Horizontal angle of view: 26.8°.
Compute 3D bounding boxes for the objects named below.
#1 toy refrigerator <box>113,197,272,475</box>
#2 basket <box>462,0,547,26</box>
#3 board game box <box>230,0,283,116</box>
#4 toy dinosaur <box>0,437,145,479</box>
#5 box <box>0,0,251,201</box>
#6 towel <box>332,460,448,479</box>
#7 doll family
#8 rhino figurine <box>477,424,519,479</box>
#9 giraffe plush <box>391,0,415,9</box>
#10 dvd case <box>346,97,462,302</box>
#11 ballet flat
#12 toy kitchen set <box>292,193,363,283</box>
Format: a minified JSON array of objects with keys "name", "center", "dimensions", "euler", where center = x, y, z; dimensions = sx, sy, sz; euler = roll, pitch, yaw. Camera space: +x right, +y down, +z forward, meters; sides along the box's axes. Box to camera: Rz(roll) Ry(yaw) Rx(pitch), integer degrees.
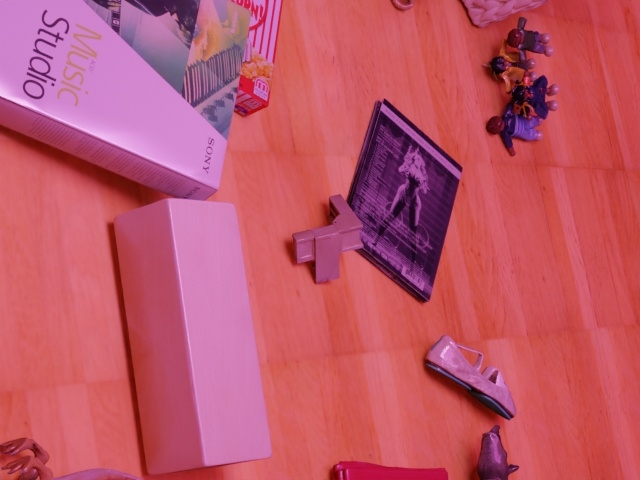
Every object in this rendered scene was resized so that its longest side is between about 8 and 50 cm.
[{"name":"toy refrigerator","center":[-0.135,0.099,1.383],"dimensions":[0.102,0.094,0.269],"euler":[2,76,-51]},{"name":"basket","center":[0.350,-0.518,1.925],"dimensions":[0.328,0.331,0.266],"euler":[-45,110,-45]},{"name":"board game box","center":[-0.116,-0.262,1.561],"dimensions":[0.146,0.045,0.193],"euler":[26,58,-37]},{"name":"toy dinosaur","center":[-0.253,0.237,1.246],"dimensions":[0.211,0.064,0.112],"euler":[-33,118,-37]},{"name":"box","center":[-0.231,-0.199,1.374],"dimensions":[0.322,0.058,0.232],"euler":[23,60,-28]},{"name":"towel","center":[0.091,0.394,1.553],"dimensions":[0.199,0.031,0.275],"euler":[12,70,-45]},{"name":"doll family","center":[0.286,-0.222,1.941],"dimensions":[0.111,0.076,0.193],"euler":[-2,80,-51]},{"name":"rhino figurine","center":[0.206,0.334,1.645],"dimensions":[0.106,0.073,0.243],"euler":[59,32,-47]},{"name":"giraffe plush","center":[0.127,-0.406,1.806],"dimensions":[0.170,0.181,0.210],"euler":[60,8,-26]},{"name":"dvd case","center":[0.106,-0.053,1.736],"dimensions":[0.164,0.018,0.221],"euler":[38,53,-29]},{"name":"ballet flat","center":[0.204,0.175,1.721],"dimensions":[0.168,0.057,0.052],"euler":[36,82,-32]},{"name":"toy kitchen set","center":[0.000,0.000,1.605],"dimensions":[0.083,0.075,0.068],"euler":[-13,127,-16]}]
